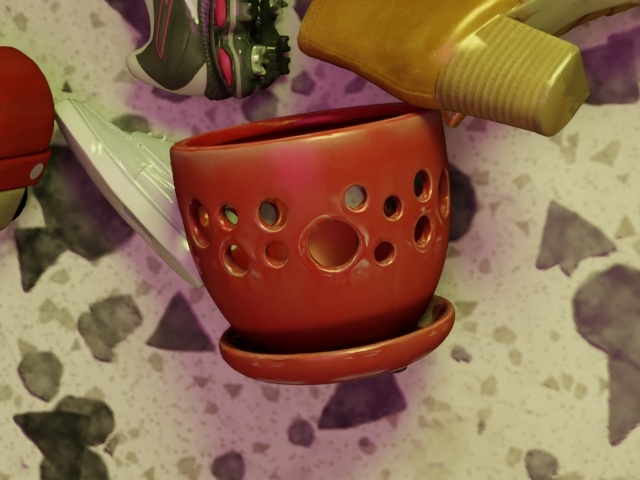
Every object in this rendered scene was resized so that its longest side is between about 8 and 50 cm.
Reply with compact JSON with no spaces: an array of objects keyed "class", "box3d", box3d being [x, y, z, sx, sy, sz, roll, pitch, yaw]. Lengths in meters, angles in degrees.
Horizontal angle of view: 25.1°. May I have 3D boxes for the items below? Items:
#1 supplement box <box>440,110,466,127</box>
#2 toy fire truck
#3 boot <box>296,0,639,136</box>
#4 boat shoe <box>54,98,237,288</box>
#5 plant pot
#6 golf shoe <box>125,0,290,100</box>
[{"class":"supplement box","box3d":[0.080,-0.137,1.050,0.098,0.036,0.062,41,101,7]},{"class":"toy fire truck","box3d":[-0.278,-0.151,1.081,0.217,0.158,0.246,35,111,16]},{"class":"boot","box3d":[0.134,-0.207,0.981,0.211,0.104,0.295,28,66,30]},{"class":"boat shoe","box3d":[-0.130,-0.048,1.097,0.063,0.066,0.184,-40,73,-15]},{"class":"plant pot","box3d":[0.000,0.000,1.008,0.191,0.191,0.174,-5,102,13]},{"class":"golf shoe","box3d":[-0.089,-0.239,1.050,0.120,0.105,0.272,3,95,20]}]
